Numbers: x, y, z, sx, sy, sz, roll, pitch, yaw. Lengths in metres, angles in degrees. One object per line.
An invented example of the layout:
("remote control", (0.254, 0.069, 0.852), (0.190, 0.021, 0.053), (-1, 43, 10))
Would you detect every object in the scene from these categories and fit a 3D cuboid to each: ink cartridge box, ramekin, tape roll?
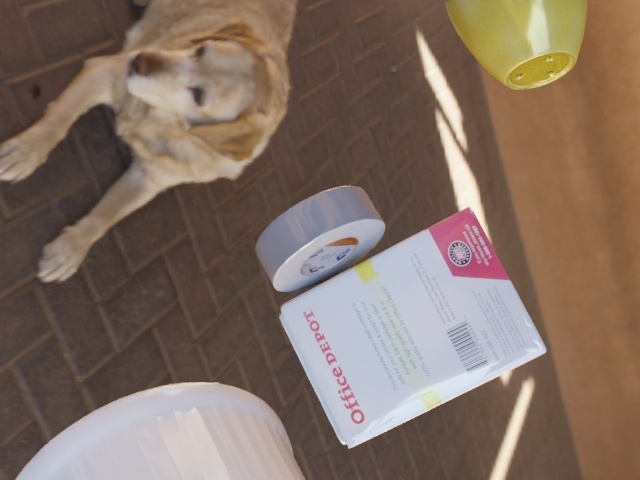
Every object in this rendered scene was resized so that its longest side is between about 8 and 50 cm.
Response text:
("ink cartridge box", (0.161, 0.154, 1.491), (0.279, 0.384, 0.160), (64, 7, 7))
("ramekin", (-0.123, 0.270, 0.710), (0.277, 0.135, 0.277), (-17, 127, -24))
("tape roll", (0.000, 0.000, 1.435), (0.072, 0.219, 0.219), (61, 20, 20))

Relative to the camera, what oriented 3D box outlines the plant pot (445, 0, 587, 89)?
("plant pot", (0.196, -0.202, 0.792), (0.134, 0.134, 0.095), (24, 51, -60))
